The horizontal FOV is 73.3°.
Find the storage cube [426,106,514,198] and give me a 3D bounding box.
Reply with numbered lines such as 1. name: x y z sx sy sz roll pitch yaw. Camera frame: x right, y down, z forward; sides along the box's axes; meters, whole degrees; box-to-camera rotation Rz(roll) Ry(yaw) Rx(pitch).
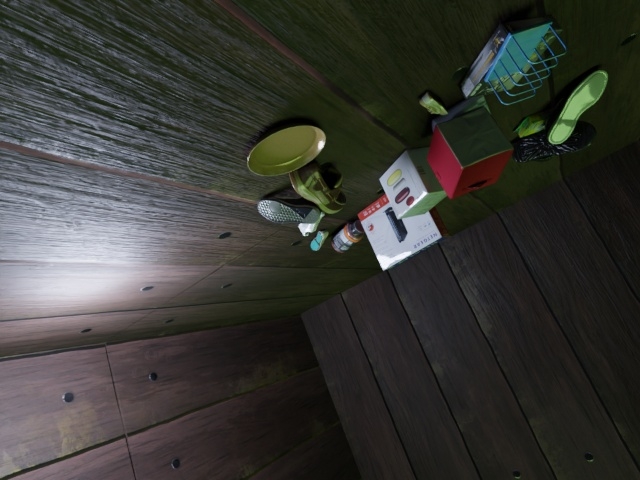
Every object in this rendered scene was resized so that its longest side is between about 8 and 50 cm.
1. storage cube: 0.483 -0.287 1.423 0.183 0.215 0.193 -20 157 -4

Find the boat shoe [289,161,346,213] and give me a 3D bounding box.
1. boat shoe: 0.026 -0.187 1.473 0.123 0.124 0.342 -27 156 20

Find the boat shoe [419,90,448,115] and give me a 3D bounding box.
1. boat shoe: 0.345 -0.412 1.310 0.045 0.050 0.135 -30 152 33

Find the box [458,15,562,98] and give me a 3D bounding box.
1. box: 0.526 -0.511 1.216 0.182 0.056 0.231 -16 162 -19

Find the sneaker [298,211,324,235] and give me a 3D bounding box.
1. sneaker: -0.030 -0.072 1.846 0.053 0.061 0.152 -1 152 -46

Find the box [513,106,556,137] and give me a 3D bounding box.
1. box: 0.902 -0.490 1.789 0.179 0.043 0.105 -18 162 -9

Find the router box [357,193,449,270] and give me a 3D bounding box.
1. router box: 0.363 -0.072 1.932 0.082 0.302 0.335 -4 155 -48

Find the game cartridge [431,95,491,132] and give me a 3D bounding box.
1. game cartridge: 0.502 -0.405 1.519 0.196 0.060 0.294 -33 160 21

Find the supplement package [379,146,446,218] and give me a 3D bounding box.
1. supplement package: 0.368 -0.220 1.666 0.149 0.194 0.203 -12 160 -30

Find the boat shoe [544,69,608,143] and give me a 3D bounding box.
1. boat shoe: 0.970 -0.524 1.662 0.114 0.091 0.303 16 131 -11

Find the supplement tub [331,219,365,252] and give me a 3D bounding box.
1. supplement tub: 0.144 -0.024 2.138 0.105 0.106 0.198 -9 159 -38

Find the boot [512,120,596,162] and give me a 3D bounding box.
1. boot: 1.053 -0.433 1.900 0.260 0.131 0.347 -10 -178 -40

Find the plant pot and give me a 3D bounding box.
1. plant pot: -0.099 -0.262 1.224 0.236 0.033 0.236 -21 163 -7

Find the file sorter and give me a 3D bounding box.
1. file sorter: 0.530 -0.454 1.118 0.118 0.105 0.170 -20 163 -7

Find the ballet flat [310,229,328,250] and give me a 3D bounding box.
1. ballet flat: 0.000 0.000 2.119 0.052 0.057 0.168 -25 166 -27

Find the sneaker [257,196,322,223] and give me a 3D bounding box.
1. sneaker: -0.101 -0.124 1.549 0.226 0.086 0.163 11 -154 5
